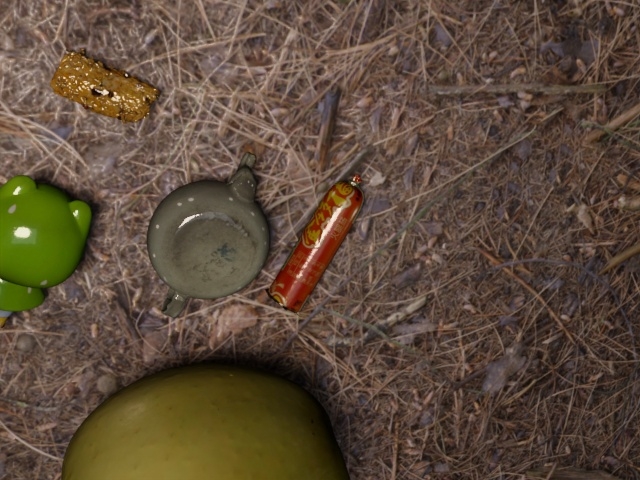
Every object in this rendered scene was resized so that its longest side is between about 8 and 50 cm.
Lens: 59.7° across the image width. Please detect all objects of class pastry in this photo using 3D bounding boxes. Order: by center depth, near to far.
[{"bbox_3d":[-0.318,-0.223,0.826,0.140,0.056,0.080,27,92,-15],"label":"pastry"}]

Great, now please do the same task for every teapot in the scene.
[{"bbox_3d":[-0.180,-0.003,0.901,0.193,0.129,0.294,28,101,-22],"label":"teapot"}]

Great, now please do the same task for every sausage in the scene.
[{"bbox_3d":[0.000,0.000,0.979,0.083,0.083,0.264,28,97,-22],"label":"sausage"}]

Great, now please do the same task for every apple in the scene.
[{"bbox_3d":[-0.170,0.406,0.875,0.474,0.473,0.473,-5,109,-14],"label":"apple"}]

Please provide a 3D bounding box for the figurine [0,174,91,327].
[{"bbox_3d":[-0.451,0.024,0.834,0.162,0.143,0.263,30,110,-25],"label":"figurine"}]
